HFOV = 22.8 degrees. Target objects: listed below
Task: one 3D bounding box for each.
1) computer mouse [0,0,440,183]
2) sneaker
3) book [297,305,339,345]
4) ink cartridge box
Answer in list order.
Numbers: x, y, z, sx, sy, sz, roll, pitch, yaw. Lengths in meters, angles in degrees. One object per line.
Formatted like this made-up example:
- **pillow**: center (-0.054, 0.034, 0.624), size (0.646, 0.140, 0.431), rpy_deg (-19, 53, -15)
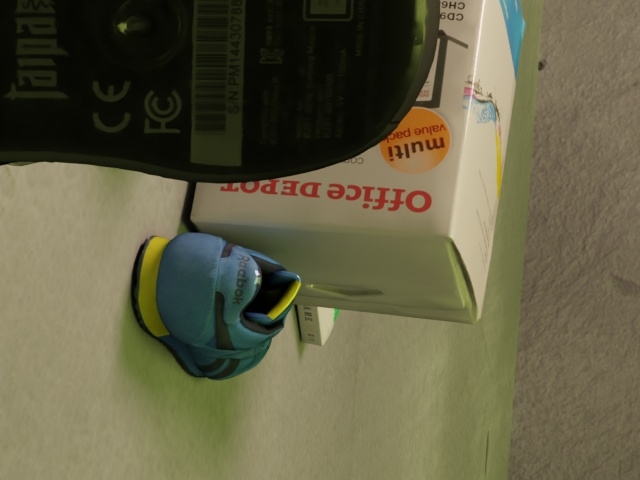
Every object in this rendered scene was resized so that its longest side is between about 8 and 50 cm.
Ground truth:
- **computer mouse**: center (-0.098, -0.102, 0.449), size (0.060, 0.262, 0.184), rpy_deg (-130, -145, -68)
- **sneaker**: center (-0.046, 0.047, 0.978), size (0.209, 0.082, 0.069), rpy_deg (54, 41, -71)
- **book**: center (0.000, 0.000, 1.257), size (0.144, 0.035, 0.096), rpy_deg (83, 22, -45)
- **ink cartridge box**: center (0.032, -0.083, 1.052), size (0.168, 0.171, 0.233), rpy_deg (60, 37, -67)
